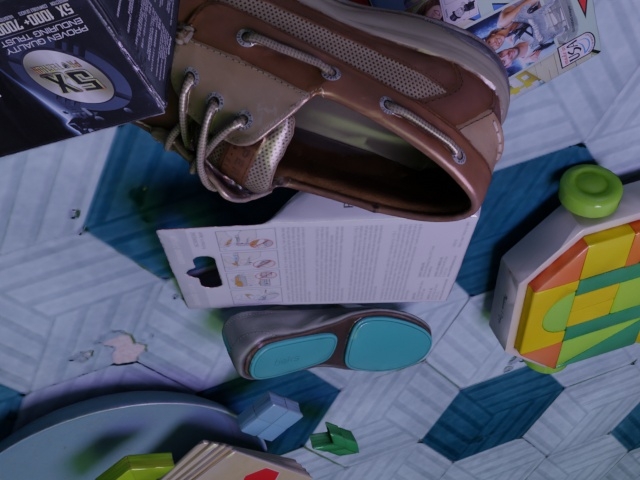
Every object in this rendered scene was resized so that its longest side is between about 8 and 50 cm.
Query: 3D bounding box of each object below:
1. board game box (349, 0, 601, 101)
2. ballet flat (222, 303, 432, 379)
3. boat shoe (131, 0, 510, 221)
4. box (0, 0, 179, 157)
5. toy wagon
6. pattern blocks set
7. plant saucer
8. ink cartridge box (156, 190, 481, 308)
[{"bbox_3d":[0.058,-0.192,0.597,0.213,0.046,0.317,-29,140,4],"label":"board game box"},{"bbox_3d":[0.008,0.083,0.854,0.213,0.068,0.072,-1,123,-33],"label":"ballet flat"},{"bbox_3d":[-0.040,-0.088,0.544,0.324,0.116,0.123,10,146,-6],"label":"boat shoe"},{"bbox_3d":[-0.146,-0.130,0.430,0.147,0.180,0.077,-13,142,14],"label":"box"},{"bbox_3d":[0.341,0.017,0.944,0.344,0.068,0.267,-15,139,-12],"label":"toy wagon"},{"bbox_3d":[-0.116,0.272,0.959,0.324,0.026,0.285,-33,139,10],"label":"pattern blocks set"},{"bbox_3d":[-0.211,0.247,0.939,0.317,0.044,0.318,-14,138,-13],"label":"plant saucer"},{"bbox_3d":[0.000,0.000,0.743,0.232,0.066,0.189,2,157,0],"label":"ink cartridge box"}]
